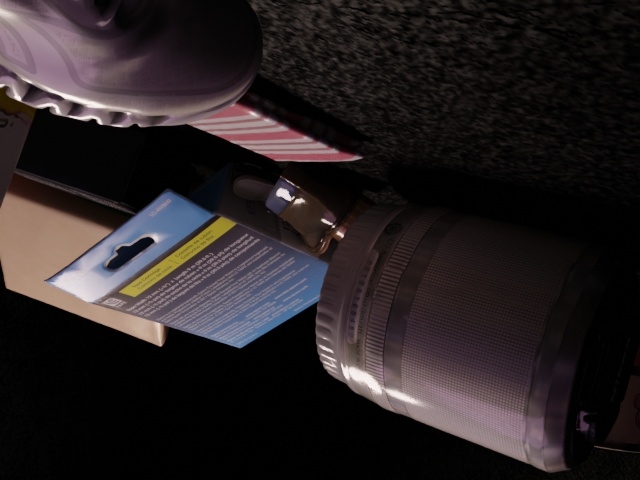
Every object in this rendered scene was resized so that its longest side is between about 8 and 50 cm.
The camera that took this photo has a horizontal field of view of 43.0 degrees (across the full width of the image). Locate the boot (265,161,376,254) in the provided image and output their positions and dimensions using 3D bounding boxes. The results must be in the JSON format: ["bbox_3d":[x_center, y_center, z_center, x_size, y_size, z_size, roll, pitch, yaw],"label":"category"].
[{"bbox_3d":[-0.013,-0.045,0.959,0.106,0.082,0.219,36,167,-9],"label":"boot"}]

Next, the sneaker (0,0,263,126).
[{"bbox_3d":[-0.139,-0.135,0.347,0.292,0.110,0.118,23,164,-34],"label":"sneaker"}]

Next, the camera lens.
[{"bbox_3d":[0.161,0.087,0.809,0.274,0.219,0.219,16,173,30],"label":"camera lens"}]

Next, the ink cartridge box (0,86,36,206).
[{"bbox_3d":[-0.282,-0.099,0.464,0.168,0.233,0.171,15,173,19],"label":"ink cartridge box"}]

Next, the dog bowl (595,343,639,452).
[{"bbox_3d":[0.336,0.181,1.224,0.407,0.150,0.408,12,180,0],"label":"dog bowl"}]

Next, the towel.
[{"bbox_3d":[-0.071,-0.111,0.698,0.197,0.029,0.144,20,174,-34],"label":"towel"}]

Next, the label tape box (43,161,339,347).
[{"bbox_3d":[-0.154,0.015,1.103,0.249,0.115,0.347,-33,141,29],"label":"label tape box"}]

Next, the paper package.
[{"bbox_3d":[-0.385,-0.003,1.414,0.324,0.168,0.309,20,141,4],"label":"paper package"}]

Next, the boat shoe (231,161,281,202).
[{"bbox_3d":[-0.059,-0.064,1.021,0.125,0.038,0.046,17,135,-35],"label":"boat shoe"}]

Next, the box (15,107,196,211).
[{"bbox_3d":[-0.331,-0.114,1.122,0.261,0.103,0.184,18,178,14],"label":"box"}]
